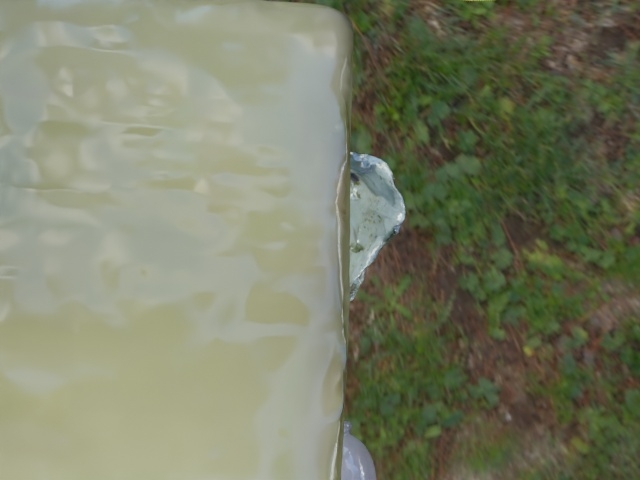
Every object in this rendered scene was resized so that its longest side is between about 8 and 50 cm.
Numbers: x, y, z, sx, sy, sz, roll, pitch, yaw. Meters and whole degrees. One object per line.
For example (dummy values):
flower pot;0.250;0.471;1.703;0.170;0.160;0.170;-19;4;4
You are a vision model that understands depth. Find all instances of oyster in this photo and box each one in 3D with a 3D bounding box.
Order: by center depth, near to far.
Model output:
oyster;-0.001;0.003;1.403;0.199;0.087;0.252;3;137;18

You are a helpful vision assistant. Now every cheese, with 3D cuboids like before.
cheese;-0.127;0.028;0.537;0.265;0.124;0.242;4;76;-10

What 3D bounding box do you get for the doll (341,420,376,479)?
doll;0.029;0.191;0.821;0.160;0.059;0.161;16;81;-21
